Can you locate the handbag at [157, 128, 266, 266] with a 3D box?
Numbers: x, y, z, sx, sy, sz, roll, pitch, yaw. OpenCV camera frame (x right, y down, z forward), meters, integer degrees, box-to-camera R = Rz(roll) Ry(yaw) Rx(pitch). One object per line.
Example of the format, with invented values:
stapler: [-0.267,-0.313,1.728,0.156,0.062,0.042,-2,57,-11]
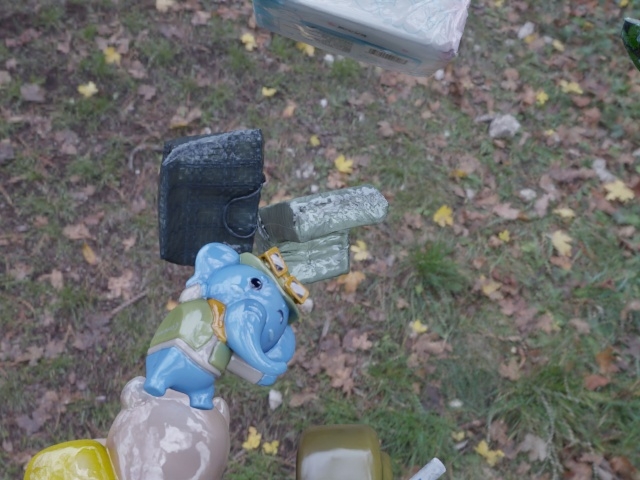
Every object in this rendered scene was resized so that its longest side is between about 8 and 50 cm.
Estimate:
handbag: [-0.183,-0.063,1.166,0.175,0.270,0.088,2,30,-13]

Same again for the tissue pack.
tissue pack: [0.050,-0.315,0.926,0.271,0.124,0.201,18,6,-3]

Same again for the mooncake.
mooncake: [0.028,0.316,0.802,0.117,0.234,0.234,3,43,2]

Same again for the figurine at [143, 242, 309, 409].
figurine: [-0.121,0.126,0.956,0.180,0.153,0.262,25,53,2]

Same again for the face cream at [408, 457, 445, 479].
face cream: [0.193,0.490,1.405,0.034,0.130,0.034,42,14,-13]

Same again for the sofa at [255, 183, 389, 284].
sofa: [0.000,0.000,1.333,0.210,0.225,0.175,-13,93,-29]

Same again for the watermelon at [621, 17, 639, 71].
watermelon: [0.541,-0.298,1.100,0.155,0.101,0.080,23,48,0]

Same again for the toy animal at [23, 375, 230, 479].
toy animal: [-0.316,0.378,1.082,0.278,0.247,0.345,25,66,-18]
